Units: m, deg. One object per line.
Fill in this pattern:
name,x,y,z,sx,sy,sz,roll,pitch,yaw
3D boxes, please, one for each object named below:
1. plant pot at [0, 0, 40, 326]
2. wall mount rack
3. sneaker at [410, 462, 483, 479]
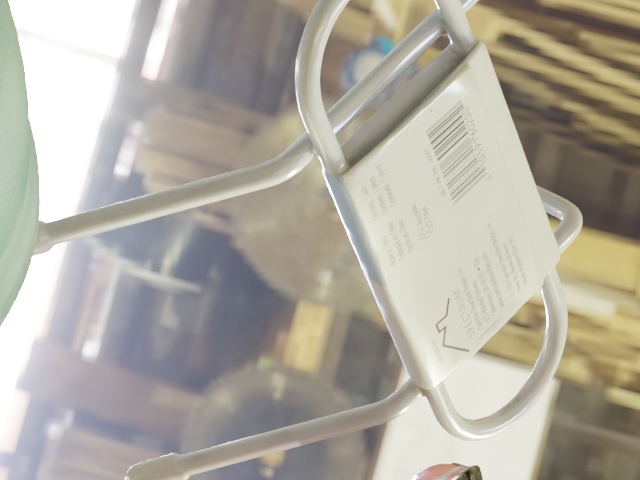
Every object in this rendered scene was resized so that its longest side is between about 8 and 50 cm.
plant pot,-0.240,-0.080,0.661,0.293,0.293,0.196,15,139,1
wall mount rack,0.000,0.000,1.059,0.130,0.304,0.350,29,154,42
sneaker,0.009,0.212,1.100,0.136,0.116,0.314,0,-160,24
